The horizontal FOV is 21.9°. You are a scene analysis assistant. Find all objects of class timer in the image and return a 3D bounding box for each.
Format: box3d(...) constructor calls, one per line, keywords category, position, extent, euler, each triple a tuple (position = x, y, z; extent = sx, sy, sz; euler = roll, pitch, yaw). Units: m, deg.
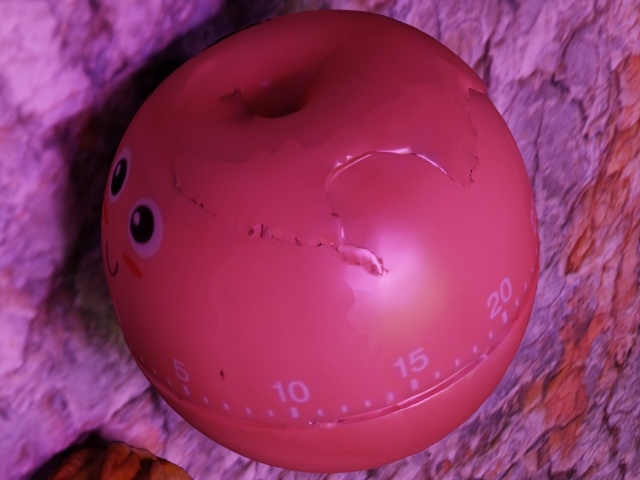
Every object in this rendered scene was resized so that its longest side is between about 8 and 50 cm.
box3d(category="timer", position=(0.000, 0.000, 0.865), extent=(0.230, 0.230, 0.215), euler=(-37, 135, -30))

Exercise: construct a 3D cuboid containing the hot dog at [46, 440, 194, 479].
box3d(category="hot dog", position=(-0.148, 0.256, 0.998), extent=(0.196, 0.122, 0.272), euler=(17, 106, -58))
